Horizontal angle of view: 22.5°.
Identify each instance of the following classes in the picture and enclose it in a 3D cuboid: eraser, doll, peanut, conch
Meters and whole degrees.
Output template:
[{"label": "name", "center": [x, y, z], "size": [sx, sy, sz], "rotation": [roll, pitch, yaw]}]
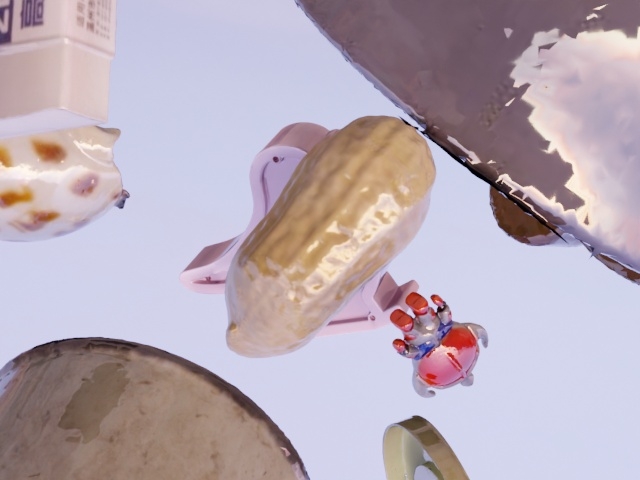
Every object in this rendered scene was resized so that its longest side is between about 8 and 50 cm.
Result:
[{"label": "eraser", "center": [-0.215, -0.187, 1.204], "size": [0.124, 0.210, 0.068], "rotation": [-5, 168, 31]}, {"label": "doll", "center": [0.136, 0.125, 1.862], "size": [0.062, 0.104, 0.195], "rotation": [17, 161, 36]}, {"label": "peanut", "center": [0.000, 0.000, 1.866], "size": [0.158, 0.340, 0.174], "rotation": [41, -177, -20]}, {"label": "conch", "center": [-0.318, -0.083, 1.463], "size": [0.275, 0.183, 0.149], "rotation": [15, -147, 35]}]

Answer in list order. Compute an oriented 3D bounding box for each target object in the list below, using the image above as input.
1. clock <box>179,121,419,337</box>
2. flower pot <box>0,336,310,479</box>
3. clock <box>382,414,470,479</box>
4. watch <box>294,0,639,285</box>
[{"label": "clock", "center": [-0.052, -0.002, 2.067], "size": [0.290, 0.275, 0.080], "rotation": [-13, -157, 27]}, {"label": "flower pot", "center": [-0.191, 0.283, 1.195], "size": [0.293, 0.293, 0.330], "rotation": [14, -139, 12]}, {"label": "clock", "center": [0.121, 0.283, 1.559], "size": [0.029, 0.235, 0.235], "rotation": [-20, -155, -14]}, {"label": "watch", "center": [0.167, -0.099, 0.817], "size": [0.327, 0.314, 0.335], "rotation": [17, -154, -44]}]
